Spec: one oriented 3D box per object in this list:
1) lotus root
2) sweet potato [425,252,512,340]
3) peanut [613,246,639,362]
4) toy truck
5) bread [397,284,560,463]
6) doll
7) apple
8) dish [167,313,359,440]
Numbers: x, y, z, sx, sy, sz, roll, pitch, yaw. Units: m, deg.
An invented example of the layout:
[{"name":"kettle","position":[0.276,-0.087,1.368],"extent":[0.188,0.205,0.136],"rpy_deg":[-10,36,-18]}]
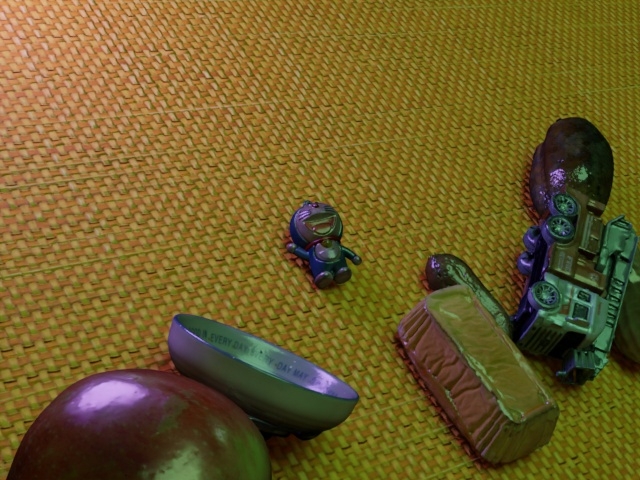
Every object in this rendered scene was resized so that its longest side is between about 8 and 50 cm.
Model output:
[{"name":"lotus root","position":[0.494,-0.132,2.315],"extent":[0.160,0.152,0.275],"rpy_deg":[33,41,-13]},{"name":"sweet potato","position":[0.259,0.113,1.991],"extent":[0.081,0.062,0.233],"rpy_deg":[-26,70,-30]},{"name":"peanut","position":[0.561,0.098,2.155],"extent":[0.136,0.120,0.298],"rpy_deg":[28,33,-43]},{"name":"toy truck","position":[0.433,0.081,2.031],"extent":[0.184,0.133,0.338],"rpy_deg":[21,54,-2]},{"name":"bread","position":[0.245,0.203,1.843],"extent":[0.152,0.119,0.288],"rpy_deg":[-14,57,-38]},{"name":"doll","position":[0.000,0.000,1.920],"extent":[0.114,0.085,0.152],"rpy_deg":[-10,64,-16]},{"name":"apple","position":[-0.207,0.292,1.321],"extent":[0.277,0.319,0.319],"rpy_deg":[17,38,12]},{"name":"dish","position":[-0.096,0.213,1.601],"extent":[0.273,0.134,0.273],"rpy_deg":[23,1,-1]}]
